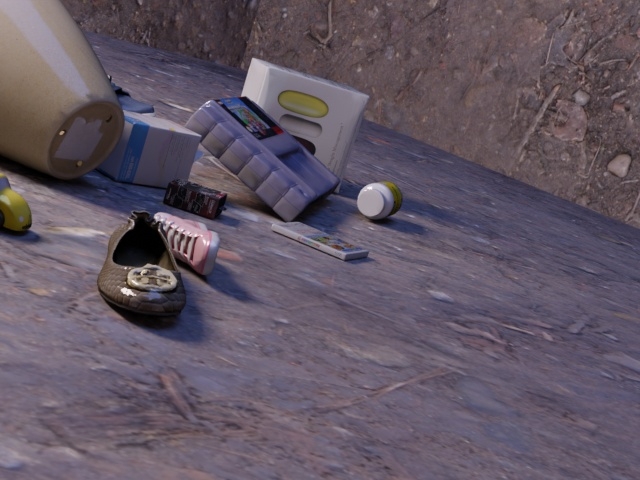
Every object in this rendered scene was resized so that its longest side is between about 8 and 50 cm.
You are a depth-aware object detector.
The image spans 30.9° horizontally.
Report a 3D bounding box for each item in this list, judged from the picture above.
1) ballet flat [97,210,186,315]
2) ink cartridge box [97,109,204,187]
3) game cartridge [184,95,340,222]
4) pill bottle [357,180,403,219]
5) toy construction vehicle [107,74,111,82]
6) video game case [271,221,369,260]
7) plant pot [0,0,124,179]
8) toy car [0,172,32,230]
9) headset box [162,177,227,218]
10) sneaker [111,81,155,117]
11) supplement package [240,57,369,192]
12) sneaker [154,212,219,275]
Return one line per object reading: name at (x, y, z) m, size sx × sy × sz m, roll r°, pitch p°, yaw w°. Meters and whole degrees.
ballet flat at (-0.176, 0.019, 1.162) m, size 0.084 × 0.058 × 0.250 m, roll 15°, pitch 11°, yaw -13°
ink cartridge box at (-0.252, -0.133, 1.707) m, size 0.143 × 0.089 × 0.092 m, roll 9°, pitch 15°, yaw -44°
game cartridge at (-0.085, -0.143, 1.905) m, size 0.230 × 0.068 × 0.355 m, roll 46°, pitch 13°, yaw 0°
pill bottle at (0.102, -0.070, 2.031) m, size 0.065 × 0.065 × 0.116 m, roll 21°, pitch 12°, yaw 14°
toy construction vehicle at (-0.414, -0.251, 2.032) m, size 0.035 × 0.098 × 0.086 m, roll 1°, pitch -8°, yaw 44°
video game case at (0.000, 0.000, 1.664) m, size 0.122 × 0.011 × 0.087 m, roll 22°, pitch 11°, yaw 22°
plant pot at (-0.398, -0.209, 1.558) m, size 0.274 × 0.256 × 0.256 m, roll 42°, pitch 20°, yaw 24°
toy car at (-0.439, -0.080, 1.243) m, size 0.239 × 0.053 × 0.225 m, roll 11°, pitch 13°, yaw -31°
headset box at (-0.171, -0.058, 1.621) m, size 0.083 × 0.032 × 0.062 m, roll 19°, pitch 11°, yaw 2°
sneaker at (-0.458, -0.313, 2.114) m, size 0.350 × 0.148 × 0.131 m, roll 18°, pitch 11°, yaw 0°
supplement package at (-0.047, -0.218, 2.179) m, size 0.203 × 0.194 × 0.149 m, roll 14°, pitch 11°, yaw -18°
sneaker at (-0.157, 0.003, 1.300) m, size 0.070 × 0.051 × 0.134 m, roll 13°, pitch 9°, yaw -18°
